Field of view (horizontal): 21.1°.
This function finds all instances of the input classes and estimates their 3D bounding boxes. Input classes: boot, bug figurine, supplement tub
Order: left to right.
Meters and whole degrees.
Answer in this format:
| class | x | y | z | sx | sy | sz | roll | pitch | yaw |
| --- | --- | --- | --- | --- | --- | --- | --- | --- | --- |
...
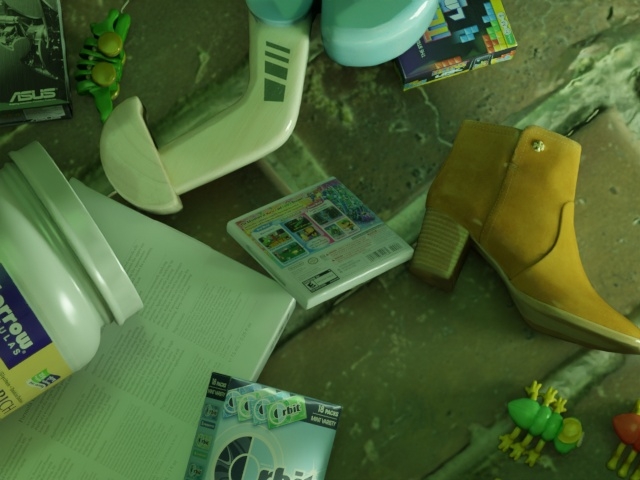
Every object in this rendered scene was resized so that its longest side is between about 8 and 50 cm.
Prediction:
| class | x | y | z | sx | sy | sz | roll | pitch | yaw |
| --- | --- | --- | --- | --- | --- | --- | --- | --- | --- |
| supplement tub | -0.371 | 0.072 | 1.716 | 0.331 | 0.241 | 0.241 | -33 | 79 | -9 |
| boot | 0.261 | -0.011 | 1.924 | 0.295 | 0.104 | 0.211 | 23 | 76 | 8 |
| bug figurine | 0.276 | 0.280 | 1.864 | 0.216 | 0.072 | 0.279 | 25 | 76 | 5 |

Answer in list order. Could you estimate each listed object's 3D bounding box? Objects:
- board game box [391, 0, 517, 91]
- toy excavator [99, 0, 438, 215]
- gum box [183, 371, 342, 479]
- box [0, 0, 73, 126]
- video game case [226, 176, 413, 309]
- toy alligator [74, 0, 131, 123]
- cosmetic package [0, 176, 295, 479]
| class | x | y | z | sx | sy | sz | roll | pitch | yaw |
| --- | --- | --- | --- | --- | --- | --- | --- | --- | --- |
| board game box | 0.136 | -0.278 | 2.019 | 0.141 | 0.048 | 0.170 | -18 | 76 | -7 |
| toy excavator | -0.018 | -0.247 | 1.893 | 0.433 | 0.222 | 0.445 | 2 | 84 | 2 |
| gum box | -0.067 | 0.247 | 1.819 | 0.157 | 0.041 | 0.184 | 19 | 82 | -37 |
| box | -0.409 | -0.220 | 1.982 | 0.231 | 0.056 | 0.183 | -6 | 76 | -4 |
| video game case | 0.000 | 0.000 | 1.902 | 0.157 | 0.019 | 0.143 | -25 | 54 | -33 |
| toy alligator | -0.251 | -0.227 | 1.988 | 0.051 | 0.056 | 0.189 | 9 | 75 | 1 |
| cosmetic package | -0.235 | 0.161 | 1.866 | 0.284 | 0.097 | 0.377 | 28 | 76 | 4 |
